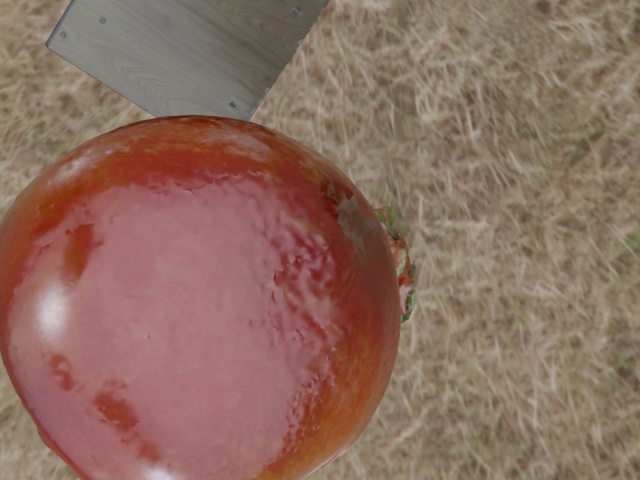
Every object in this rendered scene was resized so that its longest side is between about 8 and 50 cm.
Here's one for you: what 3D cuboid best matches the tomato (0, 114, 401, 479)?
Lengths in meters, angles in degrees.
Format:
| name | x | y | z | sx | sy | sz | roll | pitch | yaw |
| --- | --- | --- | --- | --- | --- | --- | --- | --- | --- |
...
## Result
| name | x | y | z | sx | sy | sz | roll | pitch | yaw |
| --- | --- | --- | --- | --- | --- | --- | --- | --- | --- |
| tomato | -0.039 | 0.025 | 0.644 | 0.139 | 0.233 | 0.200 | -28 | 87 | 24 |

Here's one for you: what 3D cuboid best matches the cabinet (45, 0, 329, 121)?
| name | x | y | z | sx | sy | sz | roll | pitch | yaw |
| --- | --- | --- | --- | --- | --- | --- | --- | --- | --- |
| cabinet | -0.055 | -0.202 | 0.894 | 0.148 | 0.175 | 0.215 | 32 | 112 | -11 |

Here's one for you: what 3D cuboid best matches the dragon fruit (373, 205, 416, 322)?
| name | x | y | z | sx | sy | sz | roll | pitch | yaw |
| --- | --- | --- | --- | --- | --- | --- | --- | --- | --- |
| dragon fruit | -0.001 | 0.003 | 1.250 | 0.135 | 0.137 | 0.236 | -37 | 116 | 18 |
